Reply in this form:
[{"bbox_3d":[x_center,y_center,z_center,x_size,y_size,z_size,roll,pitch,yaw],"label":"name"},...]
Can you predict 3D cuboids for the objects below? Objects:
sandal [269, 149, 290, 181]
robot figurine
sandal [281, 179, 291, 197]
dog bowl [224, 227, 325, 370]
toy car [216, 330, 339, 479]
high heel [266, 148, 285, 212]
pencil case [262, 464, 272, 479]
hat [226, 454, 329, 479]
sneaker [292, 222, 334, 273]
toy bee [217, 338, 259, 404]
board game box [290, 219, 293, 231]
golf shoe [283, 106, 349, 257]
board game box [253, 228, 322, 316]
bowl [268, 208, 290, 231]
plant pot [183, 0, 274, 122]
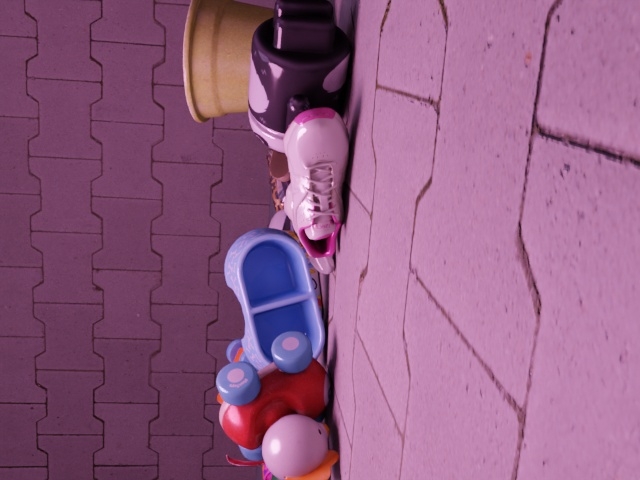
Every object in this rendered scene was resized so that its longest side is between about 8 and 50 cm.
[{"bbox_3d":[-0.045,-0.241,1.712,0.079,0.088,0.240,29,-102,-59],"label":"sandal"},{"bbox_3d":[-0.043,-0.283,1.313,0.209,0.174,0.278,-44,-24,-37],"label":"robot figurine"},{"bbox_3d":[-0.041,-0.100,1.730,0.254,0.055,0.097,-126,21,-57],"label":"sandal"},{"bbox_3d":[-0.082,0.120,1.443,0.074,0.166,0.297,169,87,-75],"label":"dog bowl"},{"bbox_3d":[-0.039,0.327,1.298,0.238,0.210,0.219,44,153,41],"label":"toy car"},{"bbox_3d":[-0.125,-0.172,2.257,0.261,0.093,0.186,-126,44,-64],"label":"high heel"},{"bbox_3d":[-0.096,0.488,1.849,0.236,0.105,0.104,-96,11,-46],"label":"pencil case"},{"bbox_3d":[-0.086,0.450,1.416,0.208,0.184,0.173,101,168,-52],"label":"hat"},{"bbox_3d":[0.000,0.000,1.414,0.152,0.061,0.053,61,147,38],"label":"sneaker"},{"bbox_3d":[-0.147,0.299,1.921,0.298,0.162,0.195,-62,35,19],"label":"toy bee"},{"bbox_3d":[-0.053,-0.094,1.899,0.160,0.039,0.211,161,111,-82],"label":"board game box"},{"bbox_3d":[0.002,-0.089,1.251,0.306,0.115,0.140,91,166,-56],"label":"golf shoe"},{"bbox_3d":[-0.081,0.114,1.642,0.275,0.144,0.142,-98,12,-52],"label":"board game box"},{"bbox_3d":[-0.103,-0.001,1.986,0.142,0.053,0.142,74,-156,-47],"label":"bowl"},{"bbox_3d":[-0.120,-0.369,1.537,0.276,0.254,0.276,6,-90,-85],"label":"plant pot"}]
